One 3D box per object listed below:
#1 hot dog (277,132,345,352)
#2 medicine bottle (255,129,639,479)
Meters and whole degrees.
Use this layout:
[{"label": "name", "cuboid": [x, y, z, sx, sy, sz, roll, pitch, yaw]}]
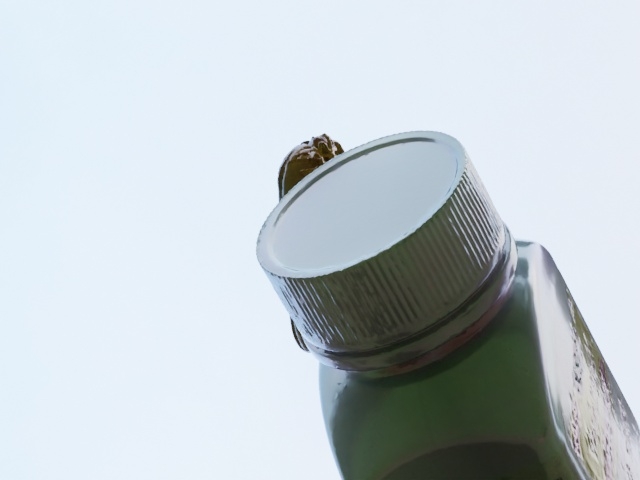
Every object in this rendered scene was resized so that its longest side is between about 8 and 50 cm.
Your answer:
[{"label": "hot dog", "cuboid": [0.000, 0.000, 1.410, 0.045, 0.071, 0.165, 6, -69, 29]}, {"label": "medicine bottle", "cuboid": [0.034, 0.036, 0.437, 0.055, 0.074, 0.118, -20, -62, 20]}]
